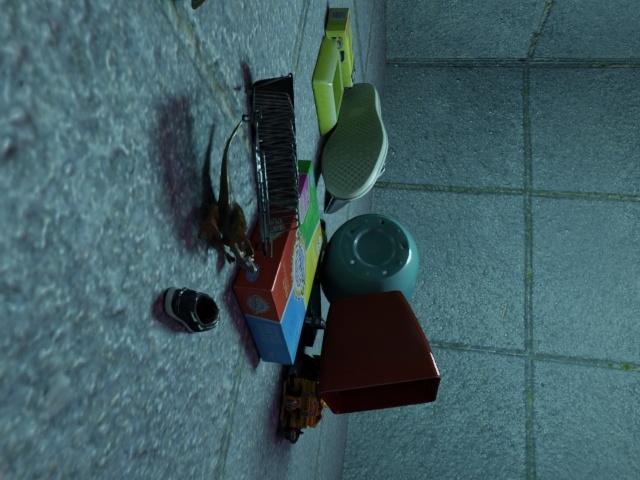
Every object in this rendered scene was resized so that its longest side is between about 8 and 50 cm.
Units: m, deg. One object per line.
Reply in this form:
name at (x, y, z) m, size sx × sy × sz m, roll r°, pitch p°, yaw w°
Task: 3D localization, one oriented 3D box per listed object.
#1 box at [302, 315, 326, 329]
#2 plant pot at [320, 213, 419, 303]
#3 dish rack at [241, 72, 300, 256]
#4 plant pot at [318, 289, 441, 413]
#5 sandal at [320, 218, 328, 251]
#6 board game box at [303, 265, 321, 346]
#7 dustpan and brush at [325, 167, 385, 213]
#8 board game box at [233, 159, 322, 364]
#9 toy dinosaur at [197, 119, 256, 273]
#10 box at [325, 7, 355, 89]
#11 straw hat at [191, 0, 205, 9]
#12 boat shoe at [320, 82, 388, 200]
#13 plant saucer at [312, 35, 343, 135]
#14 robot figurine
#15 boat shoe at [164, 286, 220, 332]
box at (-0.032, 0.188, 1.045) m, size 0.067 × 0.083 × 0.018 m, roll 67°, pitch 29°, yaw -69°
plant pot at (0.140, 0.060, 1.267) m, size 0.235 × 0.293 × 0.293 m, roll 86°, pitch 12°, yaw -68°
dish rack at (-0.065, -0.112, 0.650) m, size 0.271 × 0.074 × 0.208 m, roll -101°, pitch -173°, yaw -61°
plant pot at (0.136, 0.275, 1.137) m, size 0.267 × 0.267 × 0.236 m, roll 72°, pitch 10°, yaw -58°
sandal at (0.000, 0.000, 1.228) m, size 0.180 × 0.049 × 0.072 m, roll -70°, pitch 161°, yaw -54°
board game box at (-0.023, 0.179, 1.243) m, size 0.126 × 0.026 × 0.186 m, roll -67°, pitch 158°, yaw -57°
dustpan and brush at (0.111, -0.163, 1.401) m, size 0.211 × 0.060 × 0.147 m, roll -48°, pitch -170°, yaw 30°
board game box at (-0.064, 0.037, 0.870) m, size 0.242 × 0.064 × 0.316 m, roll 82°, pitch 16°, yaw -48°
toy dinosaur at (-0.124, -0.041, 0.600) m, size 0.112 × 0.064 × 0.211 m, roll -103°, pitch -170°, yaw -63°
box at (0.061, -0.543, 1.305) m, size 0.232 × 0.058 × 0.087 m, roll 68°, pitch 29°, yaw -66°
straw hat at (-0.119, -0.308, 0.444) m, size 0.061 × 0.144 × 0.144 m, roll 24°, pitch 64°, yaw -33°
boat shoe at (0.111, -0.282, 1.357) m, size 0.156 × 0.186 × 0.500 m, roll 74°, pitch 17°, yaw -45°
plant saucer at (0.027, -0.410, 1.214) m, size 0.188 × 0.045 × 0.188 m, roll 77°, pitch 20°, yaw -57°
robot figurine at (-0.029, 0.379, 1.137) m, size 0.291 × 0.085 × 0.211 m, roll 32°, pitch 62°, yaw -78°
boat shoe at (-0.143, 0.086, 0.551) m, size 0.125 × 0.038 × 0.046 m, roll 71°, pitch 25°, yaw -63°
